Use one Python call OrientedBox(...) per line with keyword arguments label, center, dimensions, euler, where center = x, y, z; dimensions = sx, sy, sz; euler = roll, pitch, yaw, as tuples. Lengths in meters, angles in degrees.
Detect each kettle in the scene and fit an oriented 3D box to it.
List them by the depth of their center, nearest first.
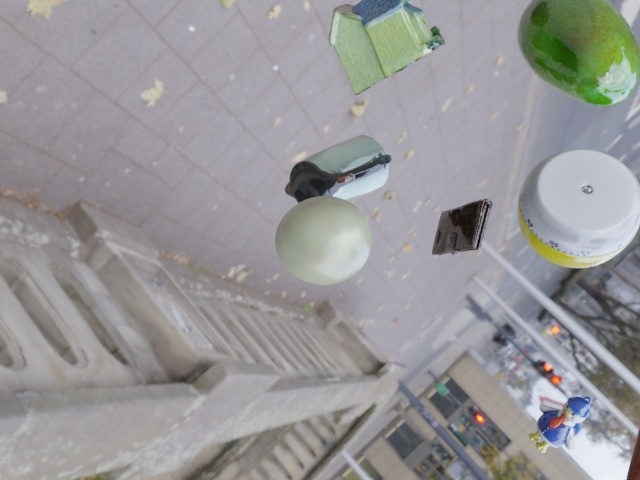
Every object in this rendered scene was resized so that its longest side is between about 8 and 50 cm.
OrientedBox(label="kettle", center=(0.064, -0.183, 1.864), dimensions=(0.255, 0.165, 0.240), euler=(-24, -169, -41))

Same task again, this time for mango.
OrientedBox(label="mango", center=(0.530, -0.399, 1.425), dimensions=(0.201, 0.225, 0.381), euler=(-36, -149, 24))

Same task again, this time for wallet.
OrientedBox(label="wallet", center=(0.333, -0.027, 1.650), dimensions=(0.230, 0.042, 0.124), euler=(165, -60, -73))

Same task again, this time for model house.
OrientedBox(label="model house", center=(0.139, -0.452, 1.493), dimensions=(0.214, 0.189, 0.195), euler=(-25, -167, 31))

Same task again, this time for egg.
OrientedBox(label="egg", center=(0.000, 0.000, 1.475), dimensions=(0.189, 0.188, 0.254), euler=(-33, -163, -29))

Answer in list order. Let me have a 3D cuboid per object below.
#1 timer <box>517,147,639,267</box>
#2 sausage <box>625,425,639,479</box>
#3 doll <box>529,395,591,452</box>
OrientedBox(label="timer", center=(0.575, -0.049, 1.576), dimensions=(0.285, 0.285, 0.285), euler=(-38, 161, -16))
OrientedBox(label="sausage", center=(0.663, 0.449, 1.368), dimensions=(0.097, 0.094, 0.348), euler=(34, 71, -33))
OrientedBox(label="doll", center=(0.444, 0.331, 1.268), dimensions=(0.058, 0.098, 0.143), euler=(11, 129, -39))
